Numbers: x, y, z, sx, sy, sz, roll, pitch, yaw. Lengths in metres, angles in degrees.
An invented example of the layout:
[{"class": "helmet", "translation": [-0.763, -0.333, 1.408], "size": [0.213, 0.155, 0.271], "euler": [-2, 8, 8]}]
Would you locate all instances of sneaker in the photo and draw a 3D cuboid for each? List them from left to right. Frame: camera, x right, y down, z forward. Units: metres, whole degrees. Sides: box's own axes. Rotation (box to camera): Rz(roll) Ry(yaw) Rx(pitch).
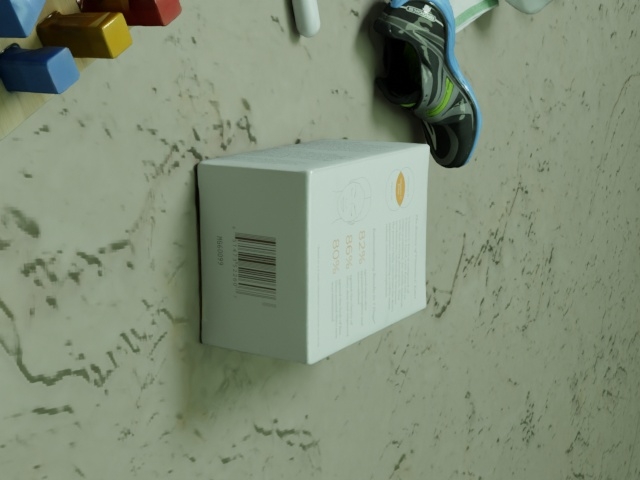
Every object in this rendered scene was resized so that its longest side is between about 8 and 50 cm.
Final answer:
[{"class": "sneaker", "translation": [0.086, -0.133, 0.926], "size": [0.078, 0.067, 0.188], "euler": [-43, 137, -18]}]

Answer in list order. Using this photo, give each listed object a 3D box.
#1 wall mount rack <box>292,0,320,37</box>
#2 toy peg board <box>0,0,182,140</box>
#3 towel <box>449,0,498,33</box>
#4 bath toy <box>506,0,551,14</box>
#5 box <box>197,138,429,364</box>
[{"class": "wall mount rack", "translation": [0.055, -0.328, 0.771], "size": [0.350, 0.130, 0.304], "euler": [-43, 170, -46]}, {"class": "toy peg board", "translation": [-0.126, -0.157, 0.537], "size": [0.160, 0.079, 0.161], "euler": [-54, 138, -40]}, {"class": "towel", "translation": [0.132, -0.276, 0.997], "size": [0.113, 0.023, 0.152], "euler": [-42, 130, -49]}, {"class": "bath toy", "translation": [0.285, -0.335, 1.119], "size": [0.348, 0.129, 0.151], "euler": [-43, 130, -52]}, {"class": "box", "translation": [0.000, 0.000, 0.768], "size": [0.170, 0.091, 0.130], "euler": [-17, 110, -57]}]
